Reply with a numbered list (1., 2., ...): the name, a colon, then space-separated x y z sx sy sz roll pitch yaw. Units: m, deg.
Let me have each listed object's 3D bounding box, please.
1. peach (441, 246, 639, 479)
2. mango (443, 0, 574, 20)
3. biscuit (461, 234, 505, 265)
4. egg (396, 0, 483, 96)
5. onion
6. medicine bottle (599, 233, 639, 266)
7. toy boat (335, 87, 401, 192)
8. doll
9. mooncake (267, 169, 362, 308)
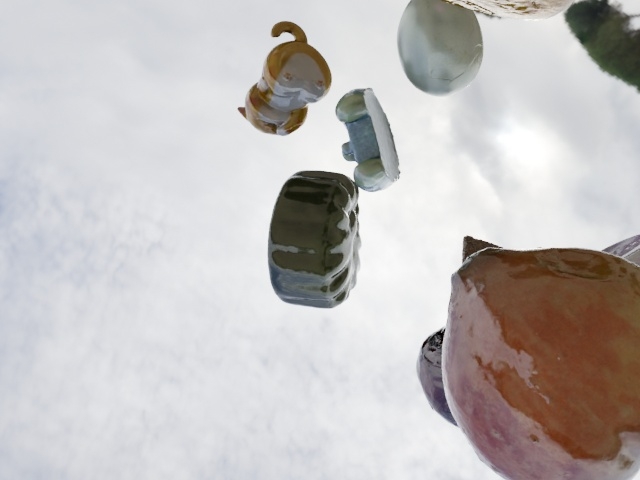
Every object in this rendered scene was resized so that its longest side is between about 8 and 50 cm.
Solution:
1. peach: 0.202 0.098 0.533 0.232 0.232 0.233 13 -130 -16
2. mango: 0.183 -0.311 0.671 0.316 0.119 0.176 -5 -158 -33
3. biscuit: 0.390 0.092 1.448 0.131 0.025 0.231 19 -127 -11
4. egg: 0.211 -0.351 1.097 0.151 0.209 0.151 -10 -125 15
5. onion: 0.323 0.236 1.151 0.280 0.281 0.221 -14 -96 -33
6. medicine bottle: 0.436 0.127 0.788 0.152 0.152 0.255 -26 -94 -38
7. toy boat: 0.081 -0.203 1.302 0.330 0.123 0.215 -44 -64 -73
8. doll: -0.086 -0.350 1.452 0.166 0.270 0.162 15 -128 -22
9. mooncake: 0.000 0.000 1.565 0.187 0.351 0.351 8 -135 16
